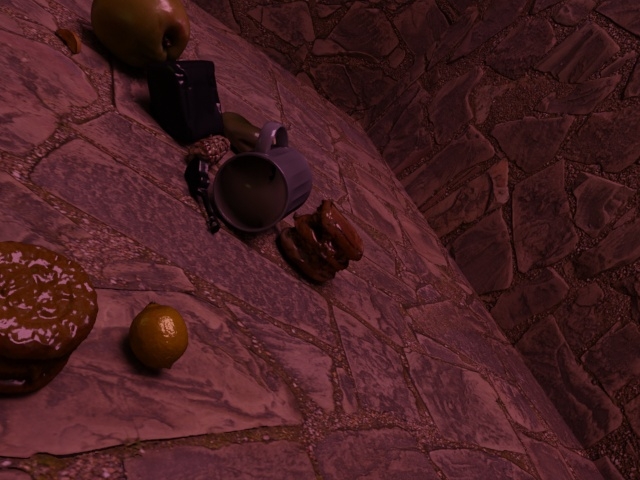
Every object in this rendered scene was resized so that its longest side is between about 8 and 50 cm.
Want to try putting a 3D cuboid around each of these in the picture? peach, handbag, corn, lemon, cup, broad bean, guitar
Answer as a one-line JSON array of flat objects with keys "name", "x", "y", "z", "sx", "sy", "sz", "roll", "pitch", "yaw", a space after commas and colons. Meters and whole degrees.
[{"name": "peach", "x": -0.617, "y": -0.737, "z": 2.002, "sx": 0.316, "sy": 0.314, "sz": 0.281, "roll": 41, "pitch": 36, "yaw": 2}, {"name": "handbag", "x": -0.461, "y": -0.468, "z": 1.994, "sx": 0.178, "sy": 0.274, "sz": 0.302, "roll": 2, "pitch": 18, "yaw": 13}, {"name": "corn", "x": -0.358, "y": -0.301, "z": 1.940, "sx": 0.092, "sy": 0.092, "sz": 0.280, "roll": 42, "pitch": 19, "yaw": -8}, {"name": "lemon", "x": -0.304, "y": 0.177, "z": 1.105, "sx": 0.109, "sy": 0.109, "sz": 0.133, "roll": 6, "pitch": 61, "yaw": -60}, {"name": "cup", "x": -0.160, "y": -0.213, "z": 1.827, "sx": 0.237, "sy": 0.322, "sz": 0.327, "roll": 16, "pitch": 17, "yaw": 9}, {"name": "broad bean", "x": -0.298, "y": -0.404, "z": 2.255, "sx": 0.189, "sy": 0.121, "sz": 0.263, "roll": 10, "pitch": 25, "yaw": -49}, {"name": "guitar", "x": -0.339, "y": -0.130, "z": 1.696, "sx": 0.038, "sy": 0.084, "sz": 0.271, "roll": 16, "pitch": 42, "yaw": -43}]

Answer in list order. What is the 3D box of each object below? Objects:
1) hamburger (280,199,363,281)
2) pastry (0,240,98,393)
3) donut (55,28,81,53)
[{"name": "hamburger", "x": 0.009, "y": -0.005, "z": 1.908, "sx": 0.260, "sy": 0.211, "sz": 0.245, "roll": 54, "pitch": 18, "yaw": 15}, {"name": "pastry", "x": -0.469, "y": 0.101, "z": 0.899, "sx": 0.235, "sy": 0.132, "sz": 0.240, "roll": 35, "pitch": 21, "yaw": -27}, {"name": "donut", "x": -0.782, "y": -0.623, "z": 1.832, "sx": 0.083, "sy": 0.067, "sz": 0.038, "roll": 17, "pitch": 22, "yaw": 15}]
